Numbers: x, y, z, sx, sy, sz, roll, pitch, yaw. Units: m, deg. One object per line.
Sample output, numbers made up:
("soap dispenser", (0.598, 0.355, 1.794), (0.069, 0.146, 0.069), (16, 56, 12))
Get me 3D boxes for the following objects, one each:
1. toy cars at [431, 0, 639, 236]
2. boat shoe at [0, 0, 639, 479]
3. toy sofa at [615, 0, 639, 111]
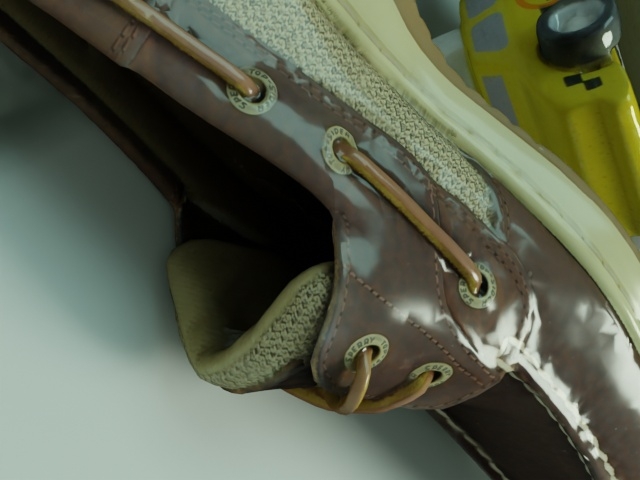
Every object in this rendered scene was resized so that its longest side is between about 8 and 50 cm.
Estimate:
("toy cars", (0.125, 0.021, 0.561), (0.176, 0.087, 0.394), (19, 54, -73))
("boat shoe", (0.000, 0.000, 0.398), (0.123, 0.123, 0.342), (-50, 119, -24))
("toy sofa", (0.245, -0.139, 0.726), (0.177, 0.150, 0.363), (2, 62, -19))
